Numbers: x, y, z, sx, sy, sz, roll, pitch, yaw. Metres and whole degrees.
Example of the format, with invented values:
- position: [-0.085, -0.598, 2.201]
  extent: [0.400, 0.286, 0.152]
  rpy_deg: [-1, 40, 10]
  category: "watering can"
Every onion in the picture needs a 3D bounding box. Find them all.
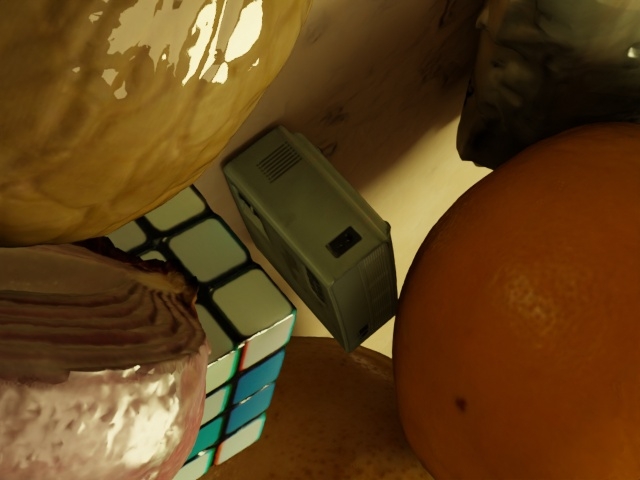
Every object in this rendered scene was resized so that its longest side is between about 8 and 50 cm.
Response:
- position: [-0.187, 0.042, 0.428]
  extent: [0.283, 0.227, 0.120]
  rpy_deg: [13, 97, -19]
  category: "onion"

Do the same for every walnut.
- position: [-0.089, -0.089, 0.392]
  extent: [0.167, 0.167, 0.207]
  rpy_deg: [-16, 157, -48]
  category: "walnut"

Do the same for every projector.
- position: [0.000, 0.000, 0.806]
  extent: [0.061, 0.115, 0.147]
  rpy_deg: [-40, 160, -10]
  category: "projector"

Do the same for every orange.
- position: [0.200, 0.075, 0.775]
  extent: [0.312, 0.312, 0.312]
  rpy_deg: [-35, 159, -16]
  category: "orange"

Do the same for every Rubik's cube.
- position: [-0.125, 0.056, 0.641]
  extent: [0.155, 0.154, 0.151]
  rpy_deg: [-29, 156, -30]
  category: "Rubik's cube"

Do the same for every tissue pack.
- position: [0.279, -0.182, 0.797]
  extent: [0.375, 0.195, 0.390]
  rpy_deg: [-27, 167, -11]
  category: "tissue pack"

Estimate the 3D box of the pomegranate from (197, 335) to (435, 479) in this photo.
- position: [0.009, 0.262, 0.967]
  extent: [0.416, 0.417, 0.417]
  rpy_deg: [-35, 159, -16]
  category: "pomegranate"
